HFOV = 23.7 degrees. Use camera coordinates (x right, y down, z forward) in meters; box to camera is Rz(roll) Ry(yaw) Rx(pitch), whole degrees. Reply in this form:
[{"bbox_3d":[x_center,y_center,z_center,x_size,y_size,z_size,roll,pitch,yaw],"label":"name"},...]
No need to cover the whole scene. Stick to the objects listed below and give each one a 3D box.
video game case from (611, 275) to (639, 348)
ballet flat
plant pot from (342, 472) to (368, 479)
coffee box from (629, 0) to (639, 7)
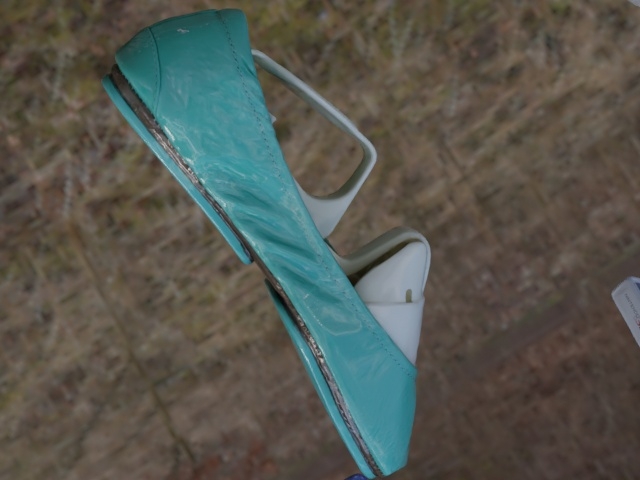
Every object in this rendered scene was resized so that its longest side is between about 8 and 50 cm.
[{"bbox_3d":[0.274,0.105,0.910,0.190,0.173,0.022,12,132,-39],"label":"video game case"},{"bbox_3d":[0.000,0.000,0.701,0.087,0.247,0.083,-32,-163,2],"label":"ballet flat"},{"bbox_3d":[0.000,0.402,1.467,0.236,0.236,0.212,-32,165,-24],"label":"plant pot"},{"bbox_3d":[0.259,-0.331,0.783,0.334,0.338,0.337,-30,-160,4],"label":"coffee box"}]
